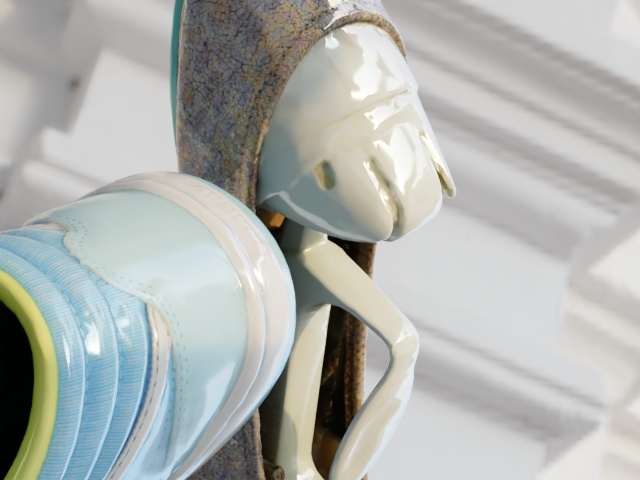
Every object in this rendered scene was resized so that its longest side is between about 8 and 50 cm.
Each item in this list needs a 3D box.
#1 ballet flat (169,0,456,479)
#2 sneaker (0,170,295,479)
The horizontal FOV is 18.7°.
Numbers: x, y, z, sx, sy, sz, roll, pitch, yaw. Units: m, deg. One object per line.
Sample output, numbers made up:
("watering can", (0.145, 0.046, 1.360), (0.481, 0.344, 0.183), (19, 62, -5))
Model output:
("ballet flat", (0.000, 0.000, 0.791), (0.106, 0.107, 0.316), (26, -55, 35))
("sneaker", (-0.160, 0.107, 0.648), (0.127, 0.208, 0.319), (42, -73, 14))
